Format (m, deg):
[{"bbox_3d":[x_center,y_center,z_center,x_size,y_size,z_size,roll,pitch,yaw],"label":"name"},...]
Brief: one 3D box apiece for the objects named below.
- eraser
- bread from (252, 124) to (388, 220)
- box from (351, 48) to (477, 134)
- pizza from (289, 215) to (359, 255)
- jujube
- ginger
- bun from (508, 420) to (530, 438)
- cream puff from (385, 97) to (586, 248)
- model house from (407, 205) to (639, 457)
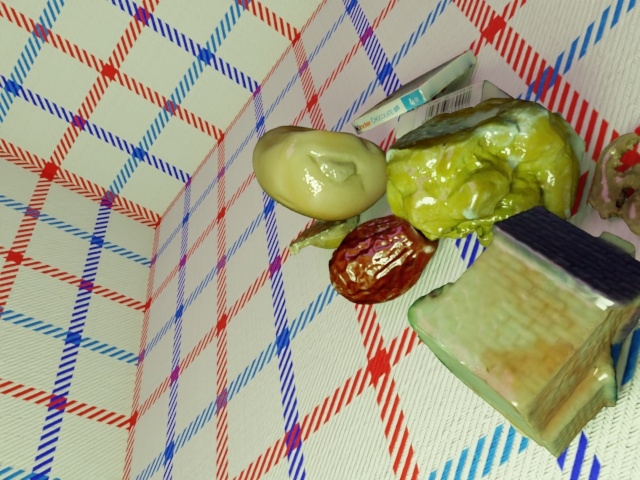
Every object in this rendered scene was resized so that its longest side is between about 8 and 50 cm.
[{"bbox_3d":[0.323,-0.289,1.476,0.287,0.130,0.086,-9,61,54],"label":"eraser"},{"bbox_3d":[-0.007,-0.194,1.731,0.376,0.348,0.252,-155,72,-63],"label":"bread"},{"bbox_3d":[0.250,-0.399,1.647,0.265,0.048,0.273,-40,15,-33],"label":"box"},{"bbox_3d":[0.009,-0.004,1.738,0.188,0.080,0.204,-13,17,38],"label":"pizza"},{"bbox_3d":[0.141,0.038,1.419,0.290,0.197,0.197,-37,37,39],"label":"jujube"},{"bbox_3d":[0.545,-0.069,0.994,0.149,0.065,0.258,-64,31,23],"label":"ginger"},{"bbox_3d":[0.348,0.285,0.998,0.086,0.054,0.086,-7,53,9],"label":"bun"},{"bbox_3d":[0.313,-0.108,1.172,0.379,0.275,0.378,-19,20,7],"label":"cream puff"},{"bbox_3d":[0.327,0.118,0.881,0.280,0.312,0.245,-48,52,-5],"label":"model house"}]
